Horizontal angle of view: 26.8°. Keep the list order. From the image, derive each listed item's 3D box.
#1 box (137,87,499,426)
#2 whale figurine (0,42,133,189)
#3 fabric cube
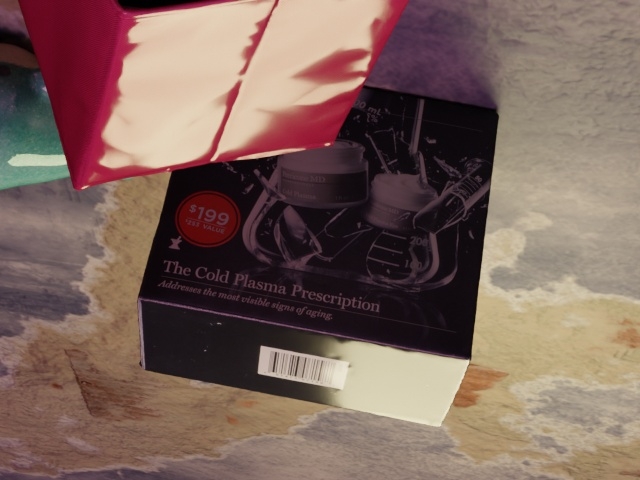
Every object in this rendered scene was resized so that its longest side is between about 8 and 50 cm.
[{"bbox_3d":[0.000,0.000,1.475,0.343,0.313,0.179,10,149,0],"label":"box"},{"bbox_3d":[-0.324,-0.116,1.545,0.272,0.141,0.216,16,139,-23],"label":"whale figurine"},{"bbox_3d":[-0.104,-0.228,1.113,0.259,0.254,0.258,-12,158,-23],"label":"fabric cube"}]
